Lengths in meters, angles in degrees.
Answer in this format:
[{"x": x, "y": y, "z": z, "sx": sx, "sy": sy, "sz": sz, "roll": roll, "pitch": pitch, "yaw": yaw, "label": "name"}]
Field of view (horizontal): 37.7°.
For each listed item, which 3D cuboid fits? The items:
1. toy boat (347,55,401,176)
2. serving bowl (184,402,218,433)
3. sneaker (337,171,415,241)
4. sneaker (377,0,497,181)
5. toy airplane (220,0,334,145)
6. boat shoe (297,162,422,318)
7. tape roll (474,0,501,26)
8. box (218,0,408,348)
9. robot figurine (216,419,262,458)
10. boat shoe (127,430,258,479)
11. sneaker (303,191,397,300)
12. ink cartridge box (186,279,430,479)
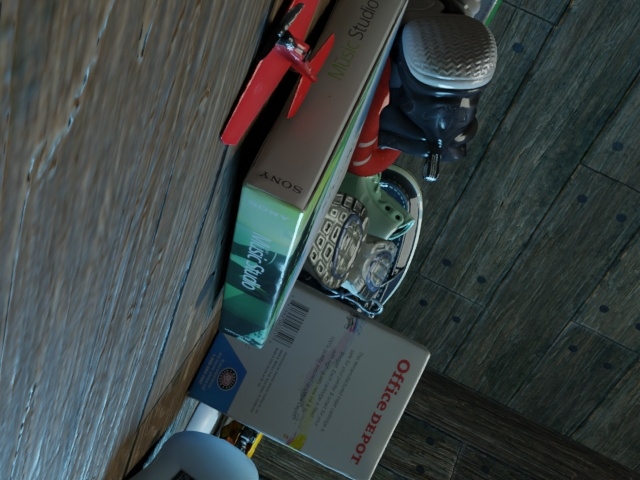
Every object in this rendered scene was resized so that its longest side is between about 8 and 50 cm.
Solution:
[{"x": 0.096, "y": -0.148, "z": 1.089, "sx": 0.151, "sy": 0.151, "sz": 0.231, "roll": -62, "pitch": 176, "yaw": -15, "label": "toy boat"}, {"x": -0.161, "y": 0.250, "z": 1.286, "sx": 0.083, "sy": 0.027, "sz": 0.083, "roll": -62, "pitch": 177, "yaw": -6, "label": "serving bowl"}, {"x": 0.086, "y": -0.084, "z": 1.433, "sx": 0.094, "sy": 0.151, "sz": 0.255, "roll": 101, "pitch": 15, "yaw": -71, "label": "sneaker"}, {"x": 0.099, "y": -0.170, "z": 0.908, "sx": 0.268, "sy": 0.101, "sz": 0.153, "roll": -90, "pitch": -173, "yaw": -54, "label": "sneaker"}, {"x": -0.019, "y": -0.122, "z": 0.631, "sx": 0.151, "sy": 0.028, "sz": 0.151, "roll": -61, "pitch": 176, "yaw": -7, "label": "toy airplane"}, {"x": 0.025, "y": 0.094, "z": 1.634, "sx": 0.500, "sy": 0.187, "sz": 0.156, "roll": -59, "pitch": -177, "yaw": 13, "label": "boat shoe"}, {"x": 0.207, "y": -0.376, "z": 1.307, "sx": 0.321, "sy": 0.077, "sz": 0.321, "roll": -56, "pitch": 167, "yaw": -20, "label": "tape roll"}, {"x": -0.014, "y": -0.057, "z": 0.854, "sx": 0.322, "sy": 0.059, "sz": 0.232, "roll": 107, "pitch": 7, "yaw": -64, "label": "box"}, {"x": -0.156, "y": 0.377, "z": 1.831, "sx": 0.291, "sy": 0.085, "sz": 0.211, "roll": -60, "pitch": 175, "yaw": -46, "label": "robot figurine"}, {"x": -0.159, "y": 0.297, "z": 1.009, "sx": 0.105, "sy": 0.113, "sz": 0.306, "roll": -57, "pitch": 175, "yaw": 11, "label": "boat shoe"}, {"x": 0.000, "y": 0.000, "z": 1.198, "sx": 0.111, "sy": 0.129, "sz": 0.297, "roll": -61, "pitch": 158, "yaw": -8, "label": "sneaker"}, {"x": -0.008, "y": 0.155, "z": 1.140, "sx": 0.171, "sy": 0.233, "sz": 0.168, "roll": -63, "pitch": 176, "yaw": 0, "label": "ink cartridge box"}]
